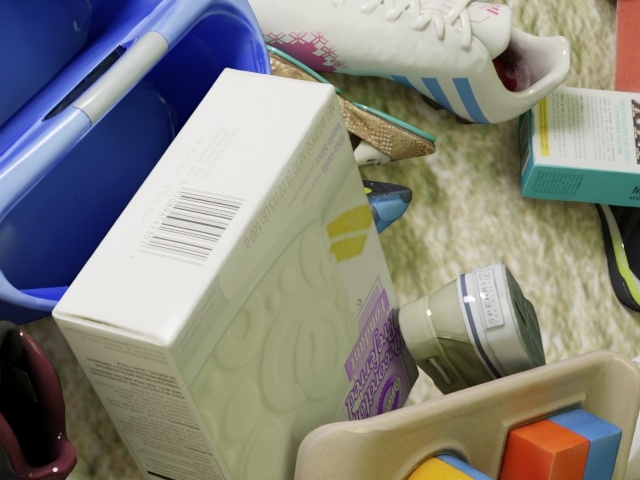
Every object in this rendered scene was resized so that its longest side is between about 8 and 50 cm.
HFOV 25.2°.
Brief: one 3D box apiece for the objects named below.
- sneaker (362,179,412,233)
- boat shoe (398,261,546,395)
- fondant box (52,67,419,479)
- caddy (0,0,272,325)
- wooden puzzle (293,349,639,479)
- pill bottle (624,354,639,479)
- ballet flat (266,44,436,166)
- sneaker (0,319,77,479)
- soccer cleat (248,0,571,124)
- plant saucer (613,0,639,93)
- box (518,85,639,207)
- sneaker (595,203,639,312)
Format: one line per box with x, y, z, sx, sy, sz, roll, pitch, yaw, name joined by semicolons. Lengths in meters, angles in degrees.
0.000;0.000;1.222;0.209;0.069;0.082;-20;113;-44;sneaker
0.139;0.097;1.220;0.302;0.094;0.109;56;26;-61;boat shoe
-0.041;0.078;1.034;0.238;0.096;0.330;-59;148;-33;fondant box
-0.180;-0.092;1.032;0.241;0.179;0.341;48;53;-15;caddy
0.120;0.265;1.109;0.348;0.080;0.322;-7;114;-40;wooden puzzle
0.364;0.187;1.379;0.272;0.152;0.152;14;68;-33;pill bottle
0.010;-0.103;1.264;0.206;0.073;0.067;25;90;-27;ballet flat
-0.253;0.060;0.918;0.281;0.162;0.106;45;51;-3;sneaker
0.084;-0.198;1.288;0.331;0.143;0.116;16;67;-33;soccer cleat
0.429;-0.180;1.578;0.259;0.048;0.258;33;47;-25;plant saucer
0.321;-0.088;1.406;0.244;0.060;0.100;5;58;-3;box
0.339;-0.039;1.464;0.084;0.097;0.234;-10;82;-39;sneaker
